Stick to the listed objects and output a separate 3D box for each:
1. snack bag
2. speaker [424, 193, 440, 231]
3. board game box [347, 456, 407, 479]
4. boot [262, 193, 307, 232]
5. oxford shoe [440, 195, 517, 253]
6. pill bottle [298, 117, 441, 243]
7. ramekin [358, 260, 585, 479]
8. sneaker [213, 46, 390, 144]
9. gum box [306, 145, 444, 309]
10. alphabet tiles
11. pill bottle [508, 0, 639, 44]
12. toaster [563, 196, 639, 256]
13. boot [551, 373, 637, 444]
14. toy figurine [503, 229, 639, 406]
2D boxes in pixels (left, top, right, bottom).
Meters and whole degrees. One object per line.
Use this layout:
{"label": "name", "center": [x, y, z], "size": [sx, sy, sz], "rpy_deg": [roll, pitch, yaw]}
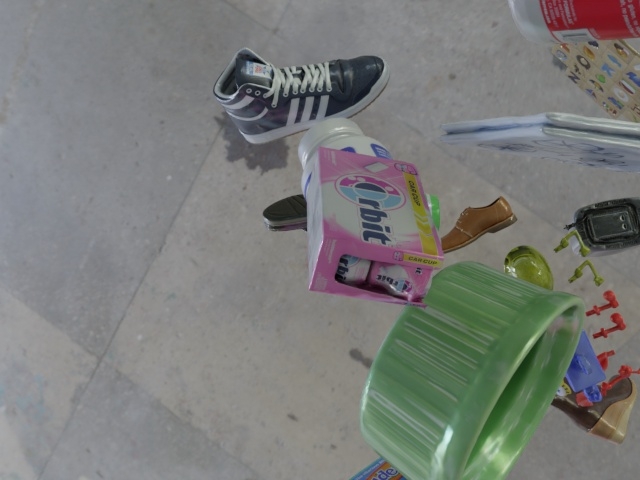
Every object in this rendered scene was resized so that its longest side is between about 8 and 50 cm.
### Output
{"label": "snack bag", "center": [0.380, -0.132, 0.942], "size": [0.343, 0.323, 0.037], "rpy_deg": [7, 94, -12]}
{"label": "speaker", "center": [0.187, -0.070, 1.937], "size": [0.297, 0.131, 0.131], "rpy_deg": [-2, 112, 1]}
{"label": "board game box", "center": [0.145, 0.374, 0.987], "size": [0.210, 0.160, 0.047], "rpy_deg": [4, 118, 60]}
{"label": "boot", "center": [0.002, 0.001, 1.284], "size": [0.085, 0.236, 0.178], "rpy_deg": [43, 138, 48]}
{"label": "oxford shoe", "center": [0.321, -0.031, 1.489], "size": [0.212, 0.076, 0.076], "rpy_deg": [-28, 98, 2]}
{"label": "pill bottle", "center": [0.060, -0.062, 1.023], "size": [0.152, 0.272, 0.152], "rpy_deg": [-14, 140, -12]}
{"label": "ramekin", "center": [0.182, 0.173, 0.829], "size": [0.148, 0.303, 0.303], "rpy_deg": [29, 121, 31]}
{"label": "sneaker", "center": [-0.038, -0.257, 1.093], "size": [0.282, 0.099, 0.153], "rpy_deg": [-18, 146, 19]}
{"label": "gum box", "center": [0.045, -0.016, 0.646], "size": [0.107, 0.188, 0.062], "rpy_deg": [10, 122, -8]}
{"label": "alphabet tiles", "center": [0.644, -0.378, 1.517], "size": [0.011, 0.342, 0.285], "rpy_deg": [-44, 79, 4]}
{"label": "pill bottle", "center": [0.475, -0.389, 0.890], "size": [0.408, 0.229, 0.229], "rpy_deg": [8, 116, 39]}
{"label": "toaster", "center": [0.732, -0.026, 1.731], "size": [0.227, 0.146, 0.129], "rpy_deg": [-12, 76, 7]}
{"label": "boot", "center": [0.632, 0.352, 1.601], "size": [0.207, 0.248, 0.090], "rpy_deg": [31, 124, 12]}
{"label": "toy figurine", "center": [0.502, 0.177, 1.302], "size": [0.191, 0.217, 0.362], "rpy_deg": [-23, 95, 14]}
